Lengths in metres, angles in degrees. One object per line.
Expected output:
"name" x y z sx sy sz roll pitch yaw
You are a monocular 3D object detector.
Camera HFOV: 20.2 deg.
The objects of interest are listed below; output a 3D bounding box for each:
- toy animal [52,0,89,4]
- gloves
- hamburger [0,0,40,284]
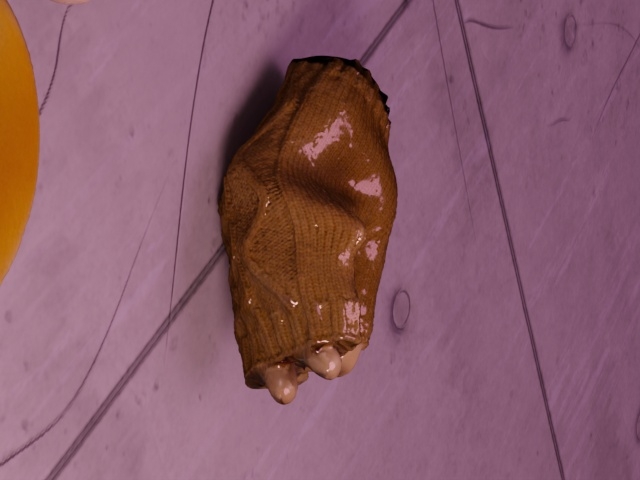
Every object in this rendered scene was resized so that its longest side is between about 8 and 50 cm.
"toy animal" -0.201 -0.322 1.074 0.345 0.277 0.247 52 13 -23
"gloves" -0.014 -0.006 1.693 0.203 0.155 0.356 64 25 -54
"hamburger" -0.307 -0.058 1.115 0.300 0.176 0.300 6 90 -68
